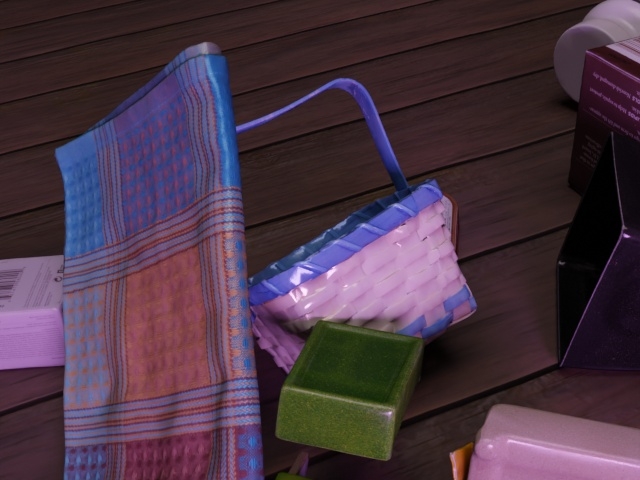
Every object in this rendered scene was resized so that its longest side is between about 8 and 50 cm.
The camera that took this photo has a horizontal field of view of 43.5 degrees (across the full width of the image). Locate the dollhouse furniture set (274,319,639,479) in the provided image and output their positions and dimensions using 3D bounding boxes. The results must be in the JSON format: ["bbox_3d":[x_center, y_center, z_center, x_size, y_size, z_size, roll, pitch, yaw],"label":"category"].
[{"bbox_3d":[0.116,0.203,0.637,0.302,0.197,0.151,9,14,11],"label":"dollhouse furniture set"}]

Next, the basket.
[{"bbox_3d":[0.000,0.000,0.818,0.255,0.289,0.201,-28,7,-27],"label":"basket"}]

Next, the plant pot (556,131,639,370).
[{"bbox_3d":[0.356,0.025,0.833,0.167,0.188,0.187,13,39,6],"label":"plant pot"}]

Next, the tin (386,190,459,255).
[{"bbox_3d":[0.121,-0.005,1.018,0.106,0.040,0.189,-2,37,13],"label":"tin"}]

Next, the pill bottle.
[{"bbox_3d":[0.511,-0.321,1.279,0.278,0.162,0.162,-28,42,-28],"label":"pill bottle"}]

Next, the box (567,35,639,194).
[{"bbox_3d":[0.439,-0.138,1.010,0.168,0.203,0.167,-18,38,-16],"label":"box"}]

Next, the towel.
[{"bbox_3d":[-0.157,0.042,0.706,0.040,0.370,0.271,10,-23,-43],"label":"towel"}]

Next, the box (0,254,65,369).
[{"bbox_3d":[-0.324,0.082,0.918,0.102,0.087,0.101,-4,37,2],"label":"box"}]
